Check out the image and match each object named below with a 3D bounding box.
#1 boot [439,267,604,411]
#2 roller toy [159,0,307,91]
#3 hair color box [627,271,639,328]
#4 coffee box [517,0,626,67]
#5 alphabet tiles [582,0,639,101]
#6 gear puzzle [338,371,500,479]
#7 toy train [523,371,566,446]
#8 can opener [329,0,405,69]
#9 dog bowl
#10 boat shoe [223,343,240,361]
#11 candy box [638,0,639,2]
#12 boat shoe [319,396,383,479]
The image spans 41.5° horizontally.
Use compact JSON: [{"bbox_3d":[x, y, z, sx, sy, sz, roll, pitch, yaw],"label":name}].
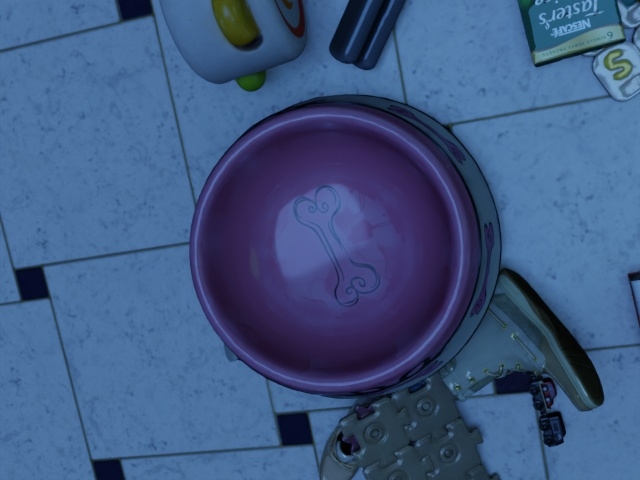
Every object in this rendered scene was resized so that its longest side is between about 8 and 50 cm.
[{"bbox_3d":[0.247,0.164,1.093,0.165,0.077,0.213,-45,57,21],"label":"boot"},{"bbox_3d":[-0.102,-0.304,1.049,0.146,0.209,0.191,-15,78,16],"label":"roller toy"},{"bbox_3d":[0.444,0.106,1.075,0.072,0.043,0.141,-12,100,17],"label":"hair color box"},{"bbox_3d":[0.289,-0.311,1.008,0.113,0.040,0.184,-12,93,18],"label":"coffee box"},{"bbox_3d":[0.438,-0.298,1.000,0.284,0.021,0.278,-35,91,19],"label":"alphabet tiles"},{"bbox_3d":[0.161,0.348,1.192,0.176,0.044,0.338,-27,104,-7],"label":"gear puzzle"},{"bbox_3d":[0.302,0.204,1.143,0.036,0.027,0.158,-15,98,15],"label":"toy train"},{"bbox_3d":[0.085,-0.356,1.065,0.093,0.074,0.280,35,110,42],"label":"can opener"},{"bbox_3d":[0.019,0.010,1.058,0.408,0.150,0.407,0,91,12],"label":"dog bowl"},{"bbox_3d":[-0.119,0.114,1.229,0.046,0.038,0.125,5,101,57],"label":"boat shoe"},{"bbox_3d":[0.453,-0.276,0.967,0.206,0.027,0.105,37,101,-3],"label":"candy box"},{"bbox_3d":[0.039,0.296,1.215,0.063,0.059,0.170,26,107,9],"label":"boat shoe"}]
